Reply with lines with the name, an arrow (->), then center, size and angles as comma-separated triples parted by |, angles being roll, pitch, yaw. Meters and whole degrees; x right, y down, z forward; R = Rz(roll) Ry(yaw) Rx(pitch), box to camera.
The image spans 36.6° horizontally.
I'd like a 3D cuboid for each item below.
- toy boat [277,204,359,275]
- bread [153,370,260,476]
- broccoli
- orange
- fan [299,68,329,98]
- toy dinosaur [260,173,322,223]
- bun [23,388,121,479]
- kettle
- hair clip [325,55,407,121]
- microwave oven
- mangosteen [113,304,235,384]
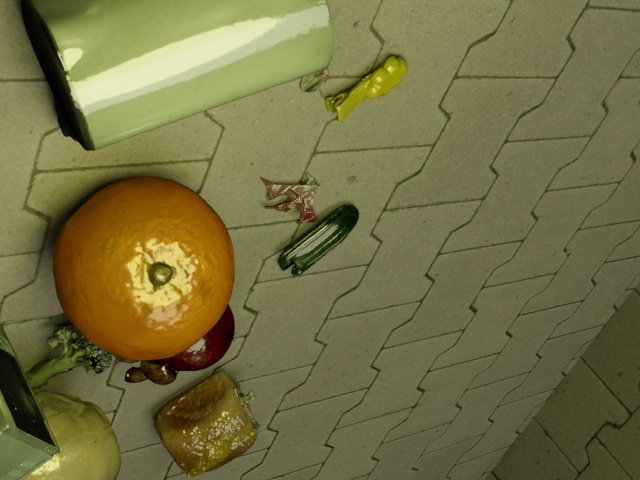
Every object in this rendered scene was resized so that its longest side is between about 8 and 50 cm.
toy boat -> 0.000, 0.000, 2.085 | 0.210, 0.052, 0.104 | -39, 146, 1
bread -> -0.251, 0.438, 2.282 | 0.246, 0.176, 0.195 | -32, 149, -8
broccoli -> -0.498, 0.231, 1.872 | 0.204, 0.118, 0.122 | -30, -179, 19
orange -> -0.293, 0.047, 1.630 | 0.312, 0.312, 0.312 | -25, 146, -18
fan -> -0.002, -0.290, 1.757 | 0.080, 0.003, 0.060 | 11, 125, -50
toy dinosaur -> -0.052, -0.086, 1.944 | 0.108, 0.032, 0.220 | -40, 138, 11
bun -> -0.561, 0.388, 1.841 | 0.364, 0.202, 0.364 | -7, 177, 0
kettle -> -0.211, -0.280, 1.399 | 0.376, 0.250, 0.361 | -25, 174, -15
hair clip -> 0.092, -0.289, 1.809 | 0.173, 0.046, 0.072 | -32, 151, -12
microwave oven -> -0.607, 0.282, 1.629 | 0.237, 0.295, 0.181 | -37, 149, -1
mangosteen -> -0.294, 0.176, 1.866 | 0.257, 0.215, 0.215 | -44, 147, 3
